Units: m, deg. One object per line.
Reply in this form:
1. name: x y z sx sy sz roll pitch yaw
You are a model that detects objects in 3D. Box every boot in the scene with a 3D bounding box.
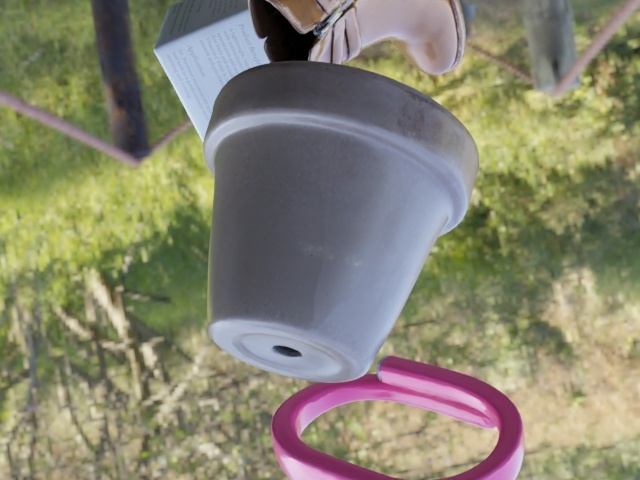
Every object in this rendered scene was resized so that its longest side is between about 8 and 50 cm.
1. boot: 0.043 -0.227 1.192 0.109 0.220 0.283 9 145 35

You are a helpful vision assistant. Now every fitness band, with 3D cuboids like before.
1. fitness band: 0.082 0.211 1.233 0.290 0.054 0.209 11 -148 37

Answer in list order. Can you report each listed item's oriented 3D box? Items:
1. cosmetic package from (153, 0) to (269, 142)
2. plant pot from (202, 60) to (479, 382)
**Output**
1. cosmetic package: -0.084 -0.232 1.393 0.183 0.151 0.151 -20 -151 11
2. plant pot: 0.000 0.000 1.038 0.262 0.229 0.263 12 157 5
